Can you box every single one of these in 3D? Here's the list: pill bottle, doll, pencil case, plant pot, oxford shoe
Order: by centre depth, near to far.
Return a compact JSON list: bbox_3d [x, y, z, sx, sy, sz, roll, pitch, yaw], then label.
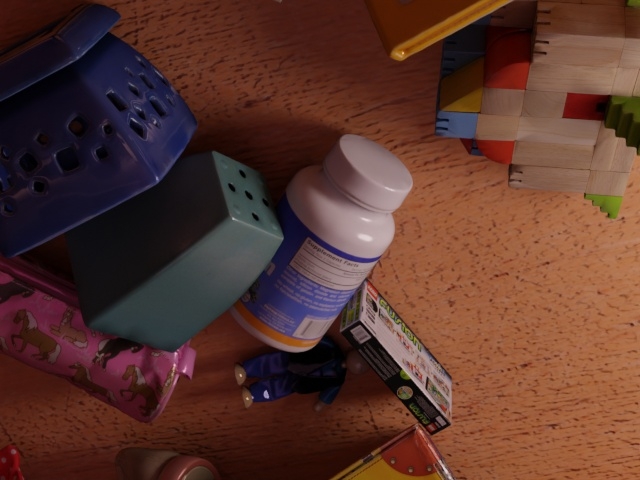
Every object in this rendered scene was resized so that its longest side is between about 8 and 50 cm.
[{"bbox_3d":[-0.315,-0.147,1.752,0.236,0.236,0.212,-25,108,17],"label":"plant pot"},{"bbox_3d":[-0.174,0.001,1.814,0.234,0.166,0.165,-34,146,25],"label":"plant pot"},{"bbox_3d":[0.000,0.000,1.848,0.152,0.152,0.272,28,117,-11],"label":"pill bottle"},{"bbox_3d":[-0.357,0.105,1.935,0.386,0.167,0.160,28,95,-11],"label":"pencil case"},{"bbox_3d":[-0.020,0.186,2.016,0.189,0.046,0.129,-14,108,5],"label":"doll"},{"bbox_3d":[-0.207,0.455,2.162,0.146,0.140,0.397,16,131,32],"label":"oxford shoe"}]

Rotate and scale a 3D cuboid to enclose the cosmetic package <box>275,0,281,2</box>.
[{"bbox_3d":[-0.159,-0.399,1.632,0.309,0.160,0.113,22,118,-9],"label":"cosmetic package"}]

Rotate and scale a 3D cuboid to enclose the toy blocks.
[{"bbox_3d":[0.249,-0.183,1.688,0.261,0.191,0.381,4,146,3],"label":"toy blocks"}]

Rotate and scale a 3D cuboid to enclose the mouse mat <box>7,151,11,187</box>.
[{"bbox_3d":[-0.492,-0.101,1.916,0.189,0.007,0.153,20,119,-5],"label":"mouse mat"}]

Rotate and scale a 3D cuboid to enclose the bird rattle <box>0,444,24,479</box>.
[{"bbox_3d":[-0.565,0.357,2.103,0.253,0.143,0.207,-33,88,1],"label":"bird rattle"}]

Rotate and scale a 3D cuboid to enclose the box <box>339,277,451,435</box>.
[{"bbox_3d":[0.105,0.156,1.950,0.036,0.114,0.207,-33,112,21],"label":"box"}]

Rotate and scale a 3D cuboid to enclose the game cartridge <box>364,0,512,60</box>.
[{"bbox_3d":[0.138,-0.400,1.561,0.285,0.052,0.324,-27,77,18],"label":"game cartridge"}]

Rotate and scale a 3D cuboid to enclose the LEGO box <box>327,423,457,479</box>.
[{"bbox_3d":[0.029,0.542,1.950,0.500,0.193,0.372,-33,77,0],"label":"LEGO box"}]
